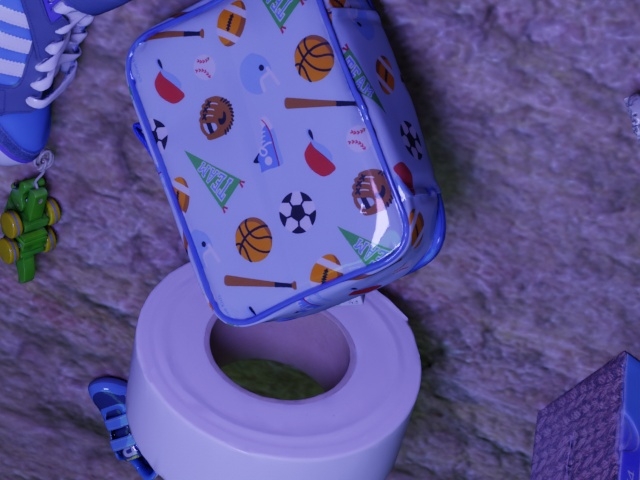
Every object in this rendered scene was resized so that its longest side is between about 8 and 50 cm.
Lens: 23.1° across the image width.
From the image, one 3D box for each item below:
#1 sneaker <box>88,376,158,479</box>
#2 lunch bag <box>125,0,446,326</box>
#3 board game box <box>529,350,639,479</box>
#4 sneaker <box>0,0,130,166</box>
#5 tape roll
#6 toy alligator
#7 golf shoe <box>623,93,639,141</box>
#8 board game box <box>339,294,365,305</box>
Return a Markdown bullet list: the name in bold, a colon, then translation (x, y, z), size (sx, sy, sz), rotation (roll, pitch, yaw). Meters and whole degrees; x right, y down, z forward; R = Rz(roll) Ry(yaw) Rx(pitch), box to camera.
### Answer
- **sneaker**: translation (-0.218, 0.216, 1.799), size (0.053, 0.059, 0.144), rotation (-20, 121, 30)
- **lunch bag**: translation (-0.039, -0.086, 1.386), size (0.243, 0.115, 0.303), rotation (-24, 81, 28)
- **board game box**: translation (0.366, 0.301, 1.612), size (0.291, 0.232, 0.141), rotation (35, 129, -15)
- **sneaker**: translation (-0.221, -0.203, 1.400), size (0.236, 0.130, 0.323), rotation (3, 125, 17)
- **tape roll**: translation (-0.046, 0.137, 1.544), size (0.286, 0.286, 0.100), rotation (15, 130, 1)
- **toy alligator**: translation (-0.304, -0.036, 1.618), size (0.051, 0.056, 0.190), rotation (46, 139, 29)
- **golf shoe**: translation (0.344, -0.083, 1.419), size (0.086, 0.069, 0.176), rotation (-37, 120, 17)
- **board game box**: translation (0.000, 0.000, 1.500), size (0.103, 0.154, 0.026), rotation (-4, 134, 17)
